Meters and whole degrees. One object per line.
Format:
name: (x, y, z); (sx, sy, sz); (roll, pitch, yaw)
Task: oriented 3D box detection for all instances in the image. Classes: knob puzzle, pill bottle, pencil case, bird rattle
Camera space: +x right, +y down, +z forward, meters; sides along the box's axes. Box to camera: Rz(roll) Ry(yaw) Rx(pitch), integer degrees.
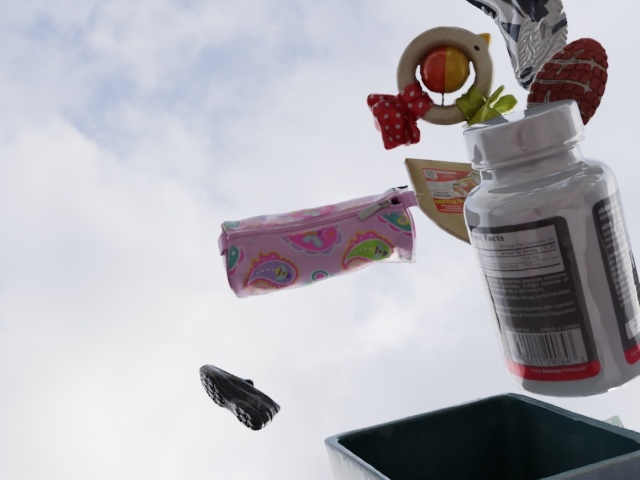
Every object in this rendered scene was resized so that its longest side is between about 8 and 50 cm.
knob puzzle: (0.245, -0.060, 1.242); (0.213, 0.213, 0.030); (23, -44, -4)
pill bottle: (0.270, 0.006, 0.834); (0.176, 0.176, 0.318); (-14, -79, 15)
pencil case: (0.000, 0.000, 1.012); (0.284, 0.124, 0.124); (-12, -66, 0)
bird rattle: (0.204, -0.257, 1.207); (0.253, 0.143, 0.207); (7, -77, 23)

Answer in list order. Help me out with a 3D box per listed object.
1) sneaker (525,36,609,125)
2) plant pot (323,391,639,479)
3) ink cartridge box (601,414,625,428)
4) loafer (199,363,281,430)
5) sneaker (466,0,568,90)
sneaker: (0.301, -0.159, 0.933); (0.088, 0.093, 0.225); (24, -60, 7)
plant pot: (0.170, 0.317, 0.693); (0.247, 0.248, 0.252); (-8, -88, -20)
ink cartridge box: (0.392, 0.334, 0.857); (0.056, 0.235, 0.171); (-29, -92, 16)
loafer: (-0.176, 0.325, 1.508); (0.223, 0.078, 0.076); (26, -50, 39)
sneaker: (0.292, -0.355, 1.093); (0.094, 0.153, 0.235); (-25, -64, -9)
